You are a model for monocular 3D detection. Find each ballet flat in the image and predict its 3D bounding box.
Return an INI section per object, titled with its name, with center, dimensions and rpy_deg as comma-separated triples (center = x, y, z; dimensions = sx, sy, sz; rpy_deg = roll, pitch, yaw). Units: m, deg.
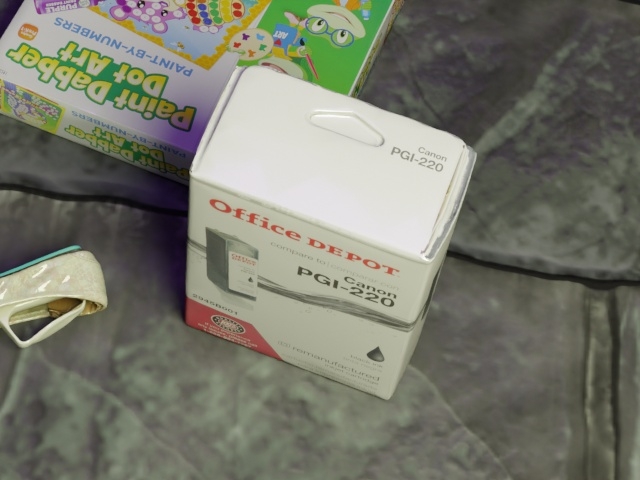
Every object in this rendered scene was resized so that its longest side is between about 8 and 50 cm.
[ballet flat]
center = -0.221, 0.051, 1.203
dimensions = 0.168, 0.057, 0.052
rpy_deg = -20, 75, -16

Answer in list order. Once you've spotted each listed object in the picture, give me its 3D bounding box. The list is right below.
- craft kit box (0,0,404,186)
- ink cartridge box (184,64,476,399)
[craft kit box]
center = -0.084, -0.159, 1.335
dimensions = 0.250, 0.061, 0.246
rpy_deg = 21, 64, 6
[ink cartridge box]
center = 0.000, 0.000, 1.159
dimensions = 0.159, 0.218, 0.092
rpy_deg = 20, 61, 5
